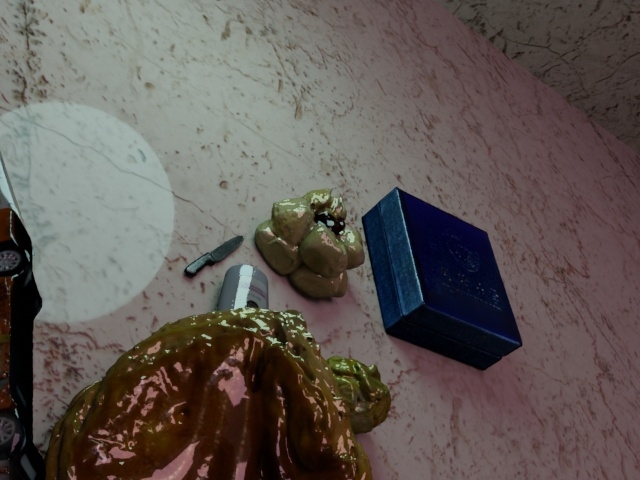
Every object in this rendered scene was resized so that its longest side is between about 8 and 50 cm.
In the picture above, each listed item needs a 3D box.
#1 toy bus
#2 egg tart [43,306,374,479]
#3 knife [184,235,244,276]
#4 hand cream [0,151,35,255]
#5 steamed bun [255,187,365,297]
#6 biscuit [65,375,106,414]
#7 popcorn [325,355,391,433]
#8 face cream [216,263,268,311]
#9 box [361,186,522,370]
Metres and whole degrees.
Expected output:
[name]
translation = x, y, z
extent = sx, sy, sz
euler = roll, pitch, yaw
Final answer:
[toy bus]
translation = -0.326, 0.136, 0.826
extent = 0.092, 0.093, 0.408
euler = -9, 48, -9
[egg tart]
translation = -0.118, 0.251, 0.870
extent = 0.340, 0.153, 0.351
euler = -23, 62, -20
[knife]
translation = -0.156, 0.021, 1.269
extent = 0.023, 0.010, 0.170
euler = 48, 31, 1
[hand cream]
translation = -0.413, -0.072, 1.042
extent = 0.067, 0.043, 0.209
euler = 0, 61, -50
[steamed bun]
translation = 0.000, 0.000, 1.384
extent = 0.192, 0.106, 0.177
euler = 53, 34, 5
[biscuit]
translation = -0.215, 0.214, 0.975
extent = 0.142, 0.029, 0.221
euler = 49, 34, 1
[popcorn]
translation = 0.049, 0.218, 1.212
extent = 0.116, 0.106, 0.120
euler = -14, 67, -44
[face cream]
translation = -0.109, 0.122, 1.171
extent = 0.084, 0.057, 0.198
euler = 29, 36, -26
[box]
translation = 0.226, 0.072, 1.571
extent = 0.262, 0.116, 0.278
euler = 24, 41, -34
